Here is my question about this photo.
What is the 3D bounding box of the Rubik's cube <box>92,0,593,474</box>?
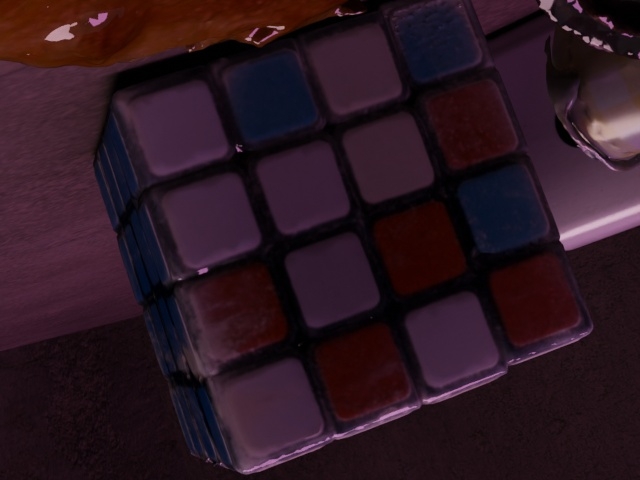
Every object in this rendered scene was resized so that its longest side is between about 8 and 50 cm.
[{"bbox_3d":[0.000,0.001,0.944,0.253,0.256,0.259,-19,177,-15],"label":"Rubik's cube"}]

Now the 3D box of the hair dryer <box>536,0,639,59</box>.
[{"bbox_3d":[0.152,-0.181,0.350,0.090,0.135,0.279,24,142,-13],"label":"hair dryer"}]

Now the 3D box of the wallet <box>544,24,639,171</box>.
[{"bbox_3d":[0.228,-0.150,0.443,0.309,0.077,0.223,-20,-144,45],"label":"wallet"}]

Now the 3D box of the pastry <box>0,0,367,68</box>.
[{"bbox_3d":[-0.031,-0.115,0.334,0.218,0.100,0.229,-20,175,6],"label":"pastry"}]

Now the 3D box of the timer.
[{"bbox_3d":[0.283,-0.119,1.143,0.195,0.192,0.194,-23,175,35],"label":"timer"}]
